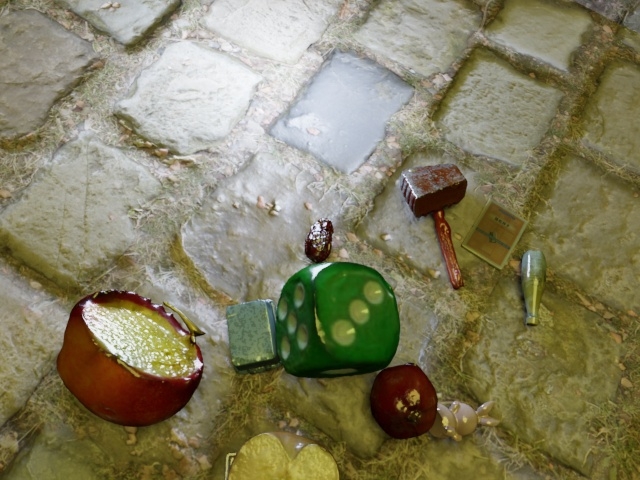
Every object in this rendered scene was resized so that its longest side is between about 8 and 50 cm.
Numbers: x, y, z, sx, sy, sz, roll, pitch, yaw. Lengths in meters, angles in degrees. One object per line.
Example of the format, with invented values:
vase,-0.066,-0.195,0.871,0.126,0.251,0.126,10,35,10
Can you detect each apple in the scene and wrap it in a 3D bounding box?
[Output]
apple,-0.087,0.652,1.458,0.293,0.163,0.251,10,74,11

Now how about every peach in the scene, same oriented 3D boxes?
peach,-0.541,0.341,1.532,0.406,0.310,0.335,32,29,-5

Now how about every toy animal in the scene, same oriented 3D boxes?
toy animal,0.443,0.558,1.685,0.213,0.124,0.124,0,67,-17

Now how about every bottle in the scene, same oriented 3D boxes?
bottle,0.744,0.168,1.898,0.083,0.083,0.269,12,69,-2

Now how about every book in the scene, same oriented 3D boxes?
book,0.645,-0.025,2.000,0.170,0.018,0.241,33,67,8

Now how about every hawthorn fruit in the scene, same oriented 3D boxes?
hawthorn fruit,0.253,0.486,1.605,0.215,0.250,0.215,-1,98,-10

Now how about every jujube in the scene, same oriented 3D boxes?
jujube,-0.003,0.001,1.868,0.104,0.104,0.166,18,55,1

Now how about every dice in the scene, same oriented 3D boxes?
dice,0.044,0.247,1.620,0.297,0.287,0.300,7,64,-28

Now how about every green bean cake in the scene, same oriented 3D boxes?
green bean cake,0.415,-0.185,1.971,0.233,0.097,0.198,-10,45,-11

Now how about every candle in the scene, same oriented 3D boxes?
candle,0.454,0.015,1.939,0.048,0.051,0.329,4,65,-34

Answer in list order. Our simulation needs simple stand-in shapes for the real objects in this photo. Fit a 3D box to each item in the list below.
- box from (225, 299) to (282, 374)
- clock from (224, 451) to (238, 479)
box,-0.209,0.294,1.691,0.162,0.130,0.227,-11,71,1
clock,-0.178,0.687,1.558,0.192,0.071,0.147,2,66,-7
